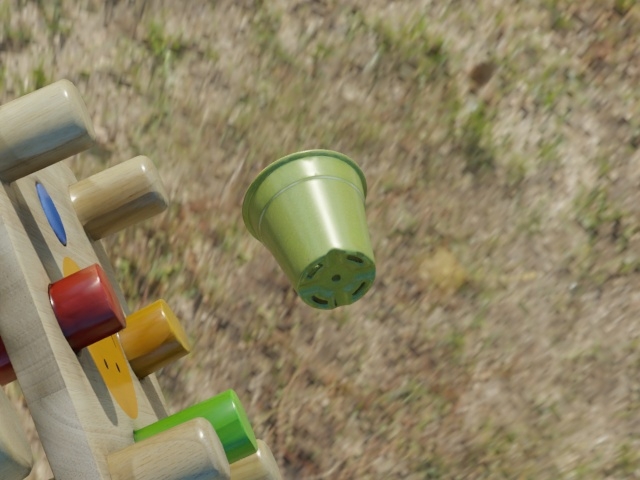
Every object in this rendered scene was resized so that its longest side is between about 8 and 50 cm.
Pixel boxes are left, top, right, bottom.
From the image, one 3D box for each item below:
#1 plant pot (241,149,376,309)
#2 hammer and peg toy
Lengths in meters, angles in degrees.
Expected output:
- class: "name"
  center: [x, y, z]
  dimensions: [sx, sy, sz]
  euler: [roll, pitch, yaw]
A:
- class: "plant pot"
  center: [0.000, 0.000, 1.171]
  dimensions: [0.083, 0.083, 0.079]
  euler: [-8, 44, -14]
- class: "hammer and peg toy"
  center: [-0.135, 0.039, 0.944]
  dimensions: [0.127, 0.361, 0.266]
  euler: [-23, 78, 3]
